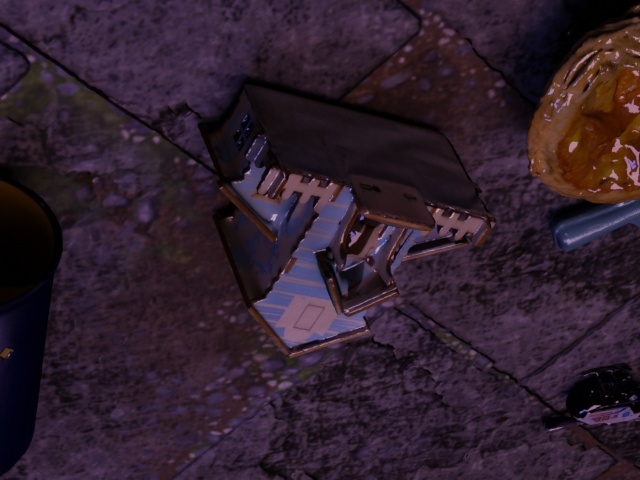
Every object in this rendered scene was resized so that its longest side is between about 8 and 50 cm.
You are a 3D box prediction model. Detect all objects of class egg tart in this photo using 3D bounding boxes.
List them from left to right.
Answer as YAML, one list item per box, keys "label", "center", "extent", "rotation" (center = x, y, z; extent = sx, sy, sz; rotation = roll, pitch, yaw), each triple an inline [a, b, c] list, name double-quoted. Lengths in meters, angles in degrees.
- label: "egg tart"
  center: [0.293, -0.139, 1.526]
  extent: [0.241, 0.106, 0.241]
  rotation: [-14, 139, -12]

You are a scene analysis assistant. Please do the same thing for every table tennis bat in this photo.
- label: "table tennis bat"
  center: [0.348, -0.049, 1.689]
  extent: [0.237, 0.038, 0.149]
  rotation: [-23, 137, -5]

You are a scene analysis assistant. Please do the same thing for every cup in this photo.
- label: "cup"
  center: [-0.358, 0.066, 1.450]
  extent: [0.178, 0.255, 0.256]
  rotation: [-39, 155, -42]

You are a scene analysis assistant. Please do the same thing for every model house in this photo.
- label: "model house"
  center: [0.000, 0.000, 1.494]
  extent: [0.271, 0.178, 0.206]
  rotation: [10, 129, -35]

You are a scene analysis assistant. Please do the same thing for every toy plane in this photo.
- label: "toy plane"
  center: [0.361, 0.187, 1.916]
  extent: [0.197, 0.053, 0.078]
  rotation: [-7, 142, -16]
